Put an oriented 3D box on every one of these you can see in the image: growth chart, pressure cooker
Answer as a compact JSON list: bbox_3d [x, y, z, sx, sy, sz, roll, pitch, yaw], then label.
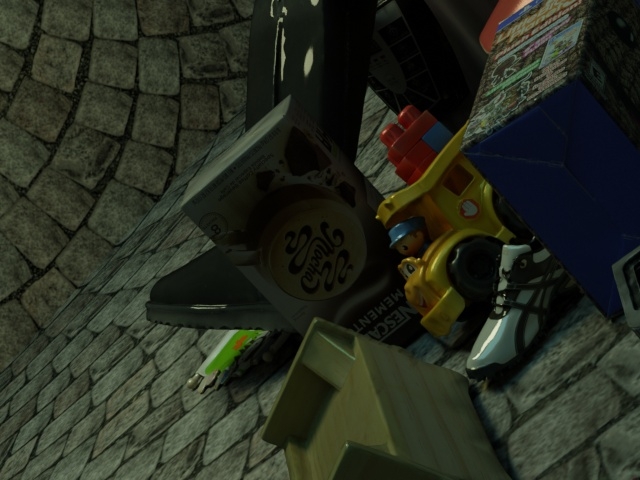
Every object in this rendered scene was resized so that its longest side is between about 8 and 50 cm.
[{"bbox_3d":[-0.095,0.141,2.258,0.237,0.021,0.172,-22,27,54],"label":"growth chart"},{"bbox_3d":[0.173,-0.384,2.226,0.370,0.420,0.375,-38,17,14],"label":"pressure cooker"}]

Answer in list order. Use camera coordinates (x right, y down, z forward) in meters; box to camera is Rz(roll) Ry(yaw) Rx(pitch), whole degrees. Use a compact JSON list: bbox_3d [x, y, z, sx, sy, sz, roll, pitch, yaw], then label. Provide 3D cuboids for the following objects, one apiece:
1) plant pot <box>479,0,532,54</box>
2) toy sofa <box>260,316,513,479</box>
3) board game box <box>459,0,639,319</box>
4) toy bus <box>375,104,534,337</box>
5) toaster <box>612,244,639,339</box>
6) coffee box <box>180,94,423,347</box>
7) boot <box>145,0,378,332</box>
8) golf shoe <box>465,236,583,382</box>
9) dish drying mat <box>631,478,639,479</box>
[{"bbox_3d":[0.334,-0.266,1.854,0.243,0.275,0.275,-50,13,19],"label":"plant pot"},{"bbox_3d":[0.057,0.217,1.499,0.362,0.177,0.150,-110,43,-73],"label":"toy sofa"},{"bbox_3d":[0.282,-0.109,1.580,0.141,0.232,0.291,-33,19,29],"label":"board game box"},{"bbox_3d":[0.136,-0.036,1.734,0.220,0.211,0.149,-50,-1,-16],"label":"toy bus"},{"bbox_3d":[0.335,0.038,1.286,0.168,0.110,0.186,-39,16,18],"label":"toaster"},{"bbox_3d":[0.000,0.000,1.872,0.168,0.297,0.119,-41,12,13],"label":"coffee box"},{"bbox_3d":[-0.085,-0.104,2.120,0.367,0.445,0.146,-1,-3,43],"label":"boot"},{"bbox_3d":[0.199,0.053,1.622,0.198,0.094,0.077,-49,18,-15],"label":"golf shoe"},{"bbox_3d":[0.231,0.222,1.253,0.083,0.008,0.032,-47,16,-15],"label":"dish drying mat"}]
